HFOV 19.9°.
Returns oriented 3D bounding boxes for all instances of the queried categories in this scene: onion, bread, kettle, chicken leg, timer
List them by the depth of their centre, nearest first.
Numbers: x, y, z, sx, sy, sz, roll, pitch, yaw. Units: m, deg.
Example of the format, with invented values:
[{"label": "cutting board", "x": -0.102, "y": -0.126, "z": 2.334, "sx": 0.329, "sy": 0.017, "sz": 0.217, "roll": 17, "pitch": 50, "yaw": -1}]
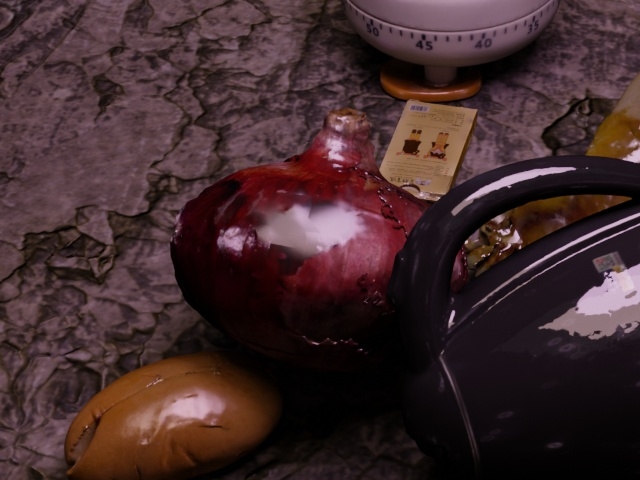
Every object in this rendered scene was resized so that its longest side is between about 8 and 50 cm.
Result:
[{"label": "kettle", "x": 0.192, "y": 0.065, "z": 1.382, "sx": 0.290, "sy": 0.268, "sz": 0.207, "roll": -16, "pitch": 10, "yaw": -6}, {"label": "bread", "x": -0.117, "y": 0.139, "z": 1.455, "sx": 0.189, "sy": 0.077, "sz": 0.114, "roll": -18, "pitch": 46, "yaw": -21}, {"label": "onion", "x": 0.000, "y": 0.000, "z": 1.481, "sx": 0.252, "sy": 0.219, "sz": 0.252, "roll": 7, "pitch": 2, "yaw": 0}, {"label": "chicken leg", "x": 0.291, "y": -0.066, "z": 1.636, "sx": 0.429, "sy": 0.153, "sz": 0.201, "roll": -34, "pitch": 35, "yaw": -22}, {"label": "timer", "x": 0.127, "y": -0.290, "z": 1.825, "sx": 0.233, "sy": 0.240, "sz": 0.233, "roll": -2, "pitch": 39, "yaw": 2}]

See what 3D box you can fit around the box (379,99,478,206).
[{"label": "box", "x": 0.101, "y": -0.083, "z": 1.748, "sx": 0.073, "sy": 0.020, "sz": 0.149, "roll": 9, "pitch": 41, "yaw": 14}]
